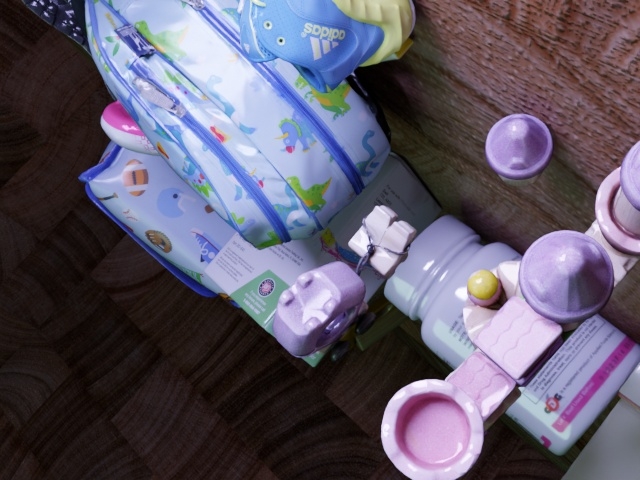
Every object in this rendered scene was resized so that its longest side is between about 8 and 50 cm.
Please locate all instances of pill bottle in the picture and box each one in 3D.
[{"bbox_3d":[0.224,0.104,1.015,0.283,0.160,0.160,40,173,20],"label":"pill bottle"}]

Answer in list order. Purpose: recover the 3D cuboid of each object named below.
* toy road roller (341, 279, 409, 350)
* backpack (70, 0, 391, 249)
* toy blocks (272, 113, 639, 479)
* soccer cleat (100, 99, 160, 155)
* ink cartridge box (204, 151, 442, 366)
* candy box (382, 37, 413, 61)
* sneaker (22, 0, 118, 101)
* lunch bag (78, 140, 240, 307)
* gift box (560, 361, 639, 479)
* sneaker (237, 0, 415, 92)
[{"bbox_3d":[0.052,0.051,1.603,0.240,0.202,0.329,53,173,22],"label":"toy road roller"},{"bbox_3d":[-0.090,-0.163,0.884,0.355,0.273,0.290,31,171,4],"label":"backpack"},{"bbox_3d":[0.136,0.041,0.569,0.309,0.288,0.260,42,180,19],"label":"toy blocks"},{"bbox_3d":[-0.141,-0.124,1.126,0.331,0.143,0.116,-12,-139,-43],"label":"soccer cleat"},{"bbox_3d":[0.000,0.000,1.162,0.117,0.278,0.201,43,175,-36],"label":"ink cartridge box"},{"bbox_3d":[-0.010,-0.237,0.746,0.206,0.027,0.105,44,173,-17],"label":"candy box"},{"bbox_3d":[-0.275,-0.278,1.141,0.283,0.107,0.124,49,-174,-20],"label":"sneaker"},{"bbox_3d":[-0.219,-0.070,1.442,0.328,0.239,0.385,42,176,-12],"label":"lunch bag"},{"bbox_3d":[0.350,0.236,0.763,0.255,0.258,0.276,37,-168,24],"label":"gift box"},{"bbox_3d":[-0.027,-0.204,0.619,0.240,0.126,0.091,46,173,-33],"label":"sneaker"}]
